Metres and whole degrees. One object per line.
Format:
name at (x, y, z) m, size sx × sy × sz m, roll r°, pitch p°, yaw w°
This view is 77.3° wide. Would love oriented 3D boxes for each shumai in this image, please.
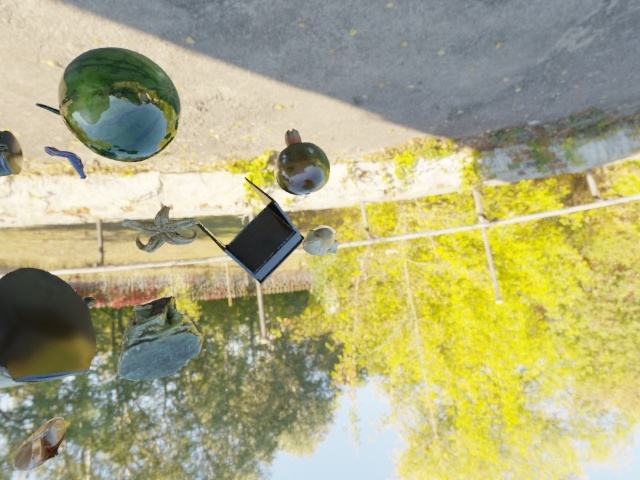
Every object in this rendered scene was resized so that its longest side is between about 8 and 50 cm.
shumai at (-0.375, 0.210, 0.889) m, size 0.184 × 0.142 × 0.184 m, roll -20°, pitch 137°, yaw -20°

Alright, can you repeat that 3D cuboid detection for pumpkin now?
pumpkin at (-0.832, 0.224, 1.400) m, size 0.050 × 0.083 × 0.028 m, roll 22°, pitch 146°, yaw 28°

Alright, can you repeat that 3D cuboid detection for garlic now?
garlic at (-0.869, 0.634, 1.259) m, size 0.124 × 0.099 × 0.174 m, roll -26°, pitch -169°, yaw 11°

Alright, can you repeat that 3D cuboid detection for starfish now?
starfish at (-0.466, -0.035, 1.169) m, size 0.210 × 0.150 × 0.053 m, roll 12°, pitch 165°, yaw -12°

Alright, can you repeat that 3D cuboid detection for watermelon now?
watermelon at (-0.348, -0.225, 0.688) m, size 0.215 × 0.188 × 0.188 m, roll -11°, pitch 170°, yaw 20°

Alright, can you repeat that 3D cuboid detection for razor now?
razor at (-0.945, -0.311, 1.483) m, size 0.324 × 0.093 × 0.056 m, roll 23°, pitch -127°, yaw 37°

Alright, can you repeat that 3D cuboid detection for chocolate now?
chocolate at (-0.863, 0.274, 1.120) m, size 0.297 × 0.326 × 0.314 m, roll -28°, pitch 165°, yaw 10°

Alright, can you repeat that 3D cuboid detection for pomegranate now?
pomegranate at (-0.060, -0.242, 1.226) m, size 0.180 × 0.209 × 0.180 m, roll -12°, pitch 175°, yaw -1°

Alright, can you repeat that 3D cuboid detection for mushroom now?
mushroom at (0.002, -0.001, 1.170) m, size 0.096 × 0.099 × 0.278 m, roll -14°, pitch 179°, yaw 3°

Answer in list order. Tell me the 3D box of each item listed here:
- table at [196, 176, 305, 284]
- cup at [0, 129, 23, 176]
table at (-0.243, -0.031, 1.460) m, size 0.250 × 0.196 × 0.282 m, roll -45°, pitch 149°, yaw -7°
cup at (-1.078, -0.289, 1.276) m, size 0.176 × 0.169 × 0.223 m, roll -4°, pitch 158°, yaw -14°
